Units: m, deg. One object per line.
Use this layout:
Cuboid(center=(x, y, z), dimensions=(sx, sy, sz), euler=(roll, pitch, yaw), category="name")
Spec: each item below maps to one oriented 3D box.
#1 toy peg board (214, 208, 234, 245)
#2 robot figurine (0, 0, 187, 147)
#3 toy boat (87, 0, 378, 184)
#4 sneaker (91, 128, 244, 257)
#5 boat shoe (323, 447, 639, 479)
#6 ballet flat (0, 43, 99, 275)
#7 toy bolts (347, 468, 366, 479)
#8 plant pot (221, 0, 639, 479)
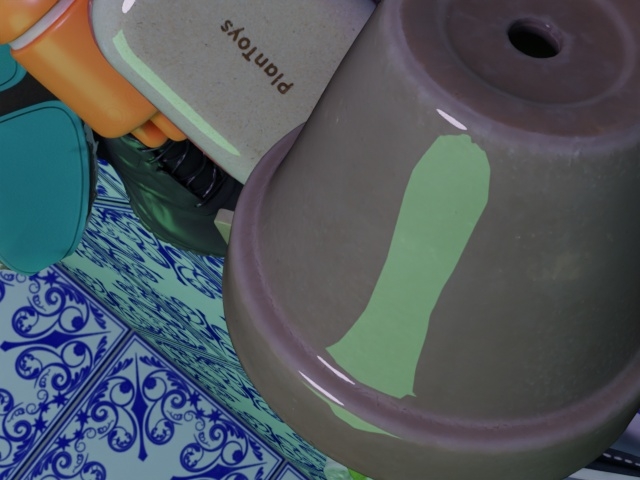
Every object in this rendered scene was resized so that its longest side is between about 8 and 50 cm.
Cuboid(center=(0.000, 0.000, 1.353), dimensions=(0.161, 0.079, 0.161), euler=(15, 161, 17), category="toy peg board")
Cuboid(center=(-0.179, -0.171, 1.106), dimensions=(0.219, 0.128, 0.158), euler=(43, -168, -24), category="robot figurine")
Cuboid(center=(-0.040, -0.136, 0.925), dimensions=(0.231, 0.151, 0.151), euler=(44, -166, -21), category="toy boat")
Cuboid(center=(-0.157, -0.083, 1.379), dimensions=(0.286, 0.109, 0.130), euler=(40, 159, -18), category="sneaker")
Cuboid(center=(0.221, 0.225, 1.362), dimensions=(0.500, 0.156, 0.187), euler=(4, 141, 45), category="boat shoe")
Cuboid(center=(-0.298, -0.158, 1.287), dimensions=(0.147, 0.147, 0.409), euler=(28, 140, 32), category="ballet flat")
Cuboid(center=(0.080, 0.056, 1.151), dimensions=(0.158, 0.218, 0.228), euler=(48, -148, 10), category="toy bolts")
Cuboid(center=(0.089, -0.027, 0.740), dimensions=(0.263, 0.263, 0.229), euler=(33, 144, 14), category="plant pot")
